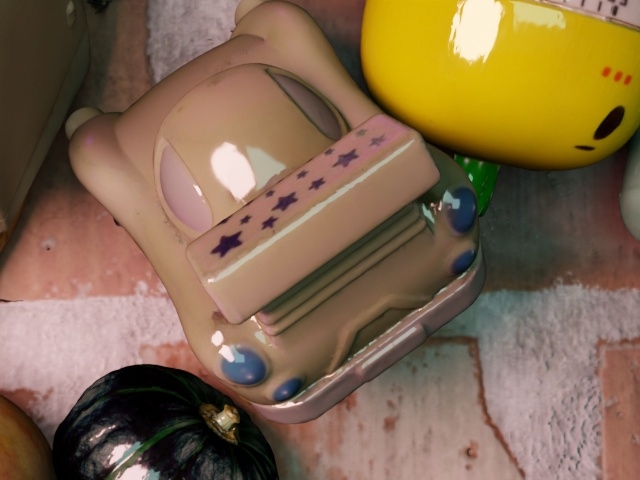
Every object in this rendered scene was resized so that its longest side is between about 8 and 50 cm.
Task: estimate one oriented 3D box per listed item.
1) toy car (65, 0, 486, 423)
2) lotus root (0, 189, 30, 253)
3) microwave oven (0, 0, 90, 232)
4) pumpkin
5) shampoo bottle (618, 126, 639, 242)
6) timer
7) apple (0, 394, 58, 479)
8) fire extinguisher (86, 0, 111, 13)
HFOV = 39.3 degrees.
[{"bbox_3d":[-0.054,-0.054,0.693,0.242,0.226,0.336,-36,55,-5],"label":"toy car"},{"bbox_3d":[-0.336,-0.003,0.785,0.110,0.097,0.258,38,71,-28],"label":"lotus root"},{"bbox_3d":[-0.400,-0.202,0.642,0.395,0.333,0.247,10,56,2],"label":"microwave oven"},{"bbox_3d":[-0.120,0.187,0.743,0.202,0.202,0.140,40,101,-2],"label":"pumpkin"},{"bbox_3d":[0.377,-0.149,0.847,0.222,0.151,0.349,13,86,-7],"label":"shampoo bottle"},{"bbox_3d":[0.153,-0.131,0.777,0.285,0.285,0.285,0,86,-6],"label":"timer"},{"bbox_3d":[-0.340,0.220,0.687,0.234,0.257,0.256,19,84,-3],"label":"apple"},{"bbox_3d":[-0.224,-0.253,0.848,0.028,0.022,0.083,-27,90,-44],"label":"fire extinguisher"}]
